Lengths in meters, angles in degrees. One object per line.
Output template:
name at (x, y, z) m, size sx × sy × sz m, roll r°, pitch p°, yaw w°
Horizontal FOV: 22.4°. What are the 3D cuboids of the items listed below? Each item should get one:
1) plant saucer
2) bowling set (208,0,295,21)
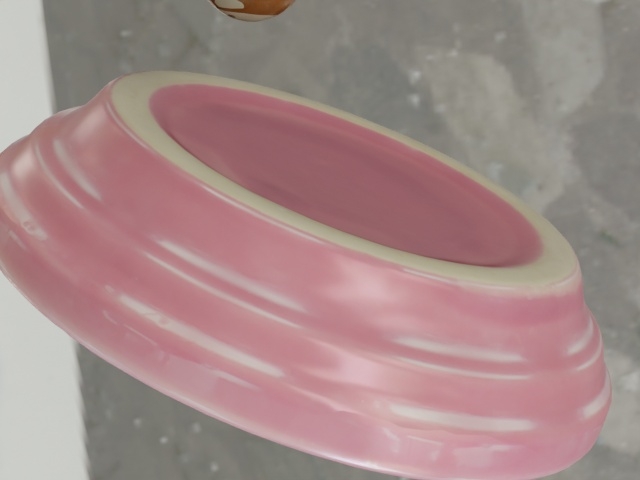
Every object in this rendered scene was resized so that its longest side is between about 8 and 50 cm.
plant saucer at (0.000, 0.000, 0.812) m, size 0.332 × 0.332 × 0.084 m, roll 37°, pitch 112°, yaw 38°
bowling set at (-0.112, -0.172, 0.754) m, size 0.154 × 0.287 × 0.200 m, roll -28°, pitch 80°, yaw 18°
